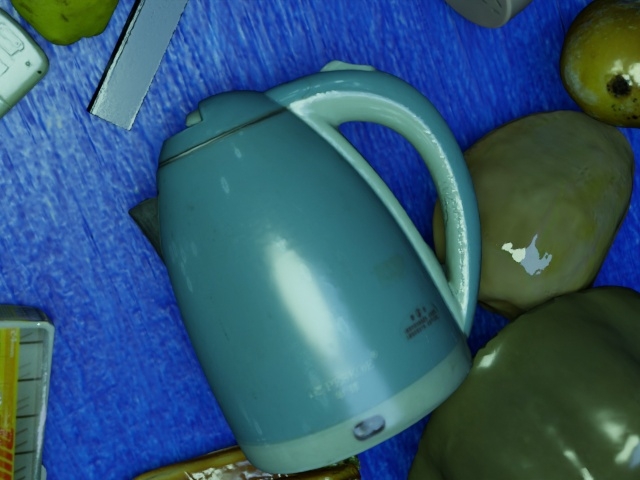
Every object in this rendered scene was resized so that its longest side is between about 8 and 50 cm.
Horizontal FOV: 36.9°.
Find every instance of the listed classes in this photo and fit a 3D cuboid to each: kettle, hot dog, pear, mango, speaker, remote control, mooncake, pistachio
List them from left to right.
[{"bbox_3d":[-0.365,-0.121,0.902,0.233,0.038,0.098,-46,109,-4],"label":"remote control"},{"bbox_3d":[-0.239,-0.248,0.884,0.107,0.107,0.131,-14,112,-15],"label":"pear"},{"bbox_3d":[-0.170,-0.204,0.947,0.046,0.040,0.191,23,92,-21],"label":"speaker"},{"bbox_3d":[-0.081,0.275,1.032,0.269,0.115,0.072,-11,126,-13],"label":"hot dog"},{"bbox_3d":[0.000,0.000,0.938,0.319,0.247,0.342,-26,97,-2],"label":"kettle"},{"bbox_3d":[0.235,-0.037,1.050,0.212,0.163,0.260,39,71,-25],"label":"pistachio"},{"bbox_3d":[0.285,0.241,1.021,0.378,0.201,0.378,-21,134,-23],"label":"mooncake"},{"bbox_3d":[0.397,-0.204,1.060,0.316,0.193,0.146,-14,129,-34],"label":"mango"}]

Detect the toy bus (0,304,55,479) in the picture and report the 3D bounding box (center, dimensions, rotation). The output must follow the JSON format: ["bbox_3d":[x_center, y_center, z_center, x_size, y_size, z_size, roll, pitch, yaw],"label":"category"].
[{"bbox_3d":[-0.326,0.196,0.953,0.106,0.092,0.268,3,99,-28],"label":"toy bus"}]

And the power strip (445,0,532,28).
[{"bbox_3d":[0.166,-0.295,0.978,0.078,0.154,0.154,-40,109,-9],"label":"power strip"}]
